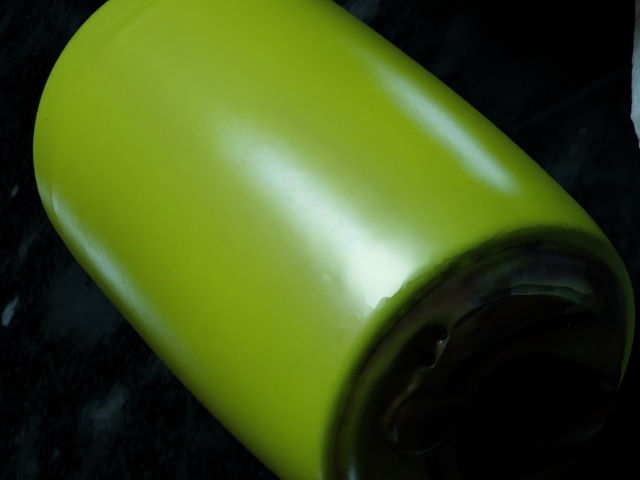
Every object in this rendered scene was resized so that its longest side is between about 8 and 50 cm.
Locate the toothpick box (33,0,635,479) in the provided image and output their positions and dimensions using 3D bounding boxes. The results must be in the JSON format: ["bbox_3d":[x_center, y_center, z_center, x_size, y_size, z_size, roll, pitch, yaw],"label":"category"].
[{"bbox_3d":[0.000,0.000,0.518,0.175,0.175,0.271,-58,41,10],"label":"toothpick box"}]

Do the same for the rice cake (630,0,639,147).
[{"bbox_3d":[0.152,-0.126,0.517,0.047,0.036,0.207,-27,51,49],"label":"rice cake"}]
